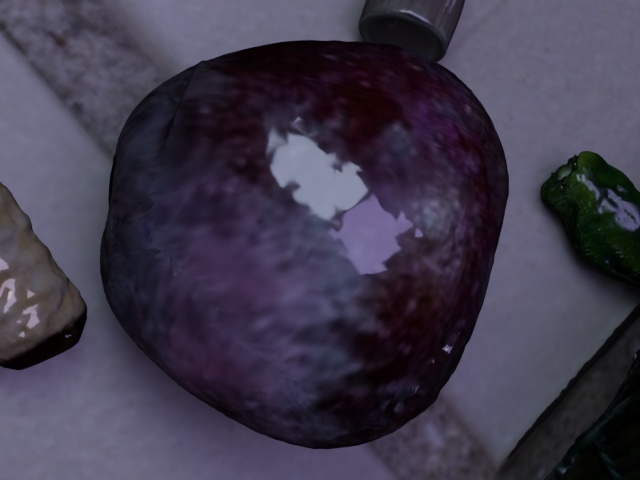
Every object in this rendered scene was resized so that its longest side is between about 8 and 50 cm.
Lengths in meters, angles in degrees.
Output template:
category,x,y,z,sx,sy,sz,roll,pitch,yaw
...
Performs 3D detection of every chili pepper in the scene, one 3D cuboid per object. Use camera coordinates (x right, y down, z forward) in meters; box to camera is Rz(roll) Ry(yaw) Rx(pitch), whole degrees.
category,x,y,z,sx,sy,sz,roll,pitch,yaw
chili pepper,0.217,0.000,0.741,0.182,0.050,0.073,15,71,-26

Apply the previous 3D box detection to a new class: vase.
category,x,y,z,sx,sy,sz,roll,pitch,yaw
vase,0.061,-0.154,0.680,0.053,0.053,0.100,28,69,-21

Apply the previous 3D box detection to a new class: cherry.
category,x,y,z,sx,sy,sz,roll,pitch,yaw
cherry,-0.011,-0.002,0.560,0.195,0.195,0.195,3,83,-26

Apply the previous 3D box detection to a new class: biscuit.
category,x,y,z,sx,sy,sz,roll,pitch,yaw
biscuit,-0.184,-0.034,0.542,0.061,0.055,0.219,-34,100,-15

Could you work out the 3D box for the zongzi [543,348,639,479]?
category,x,y,z,sx,sy,sz,roll,pitch,yaw
zongzi,0.241,0.105,0.656,0.319,0.383,0.362,25,35,-30
